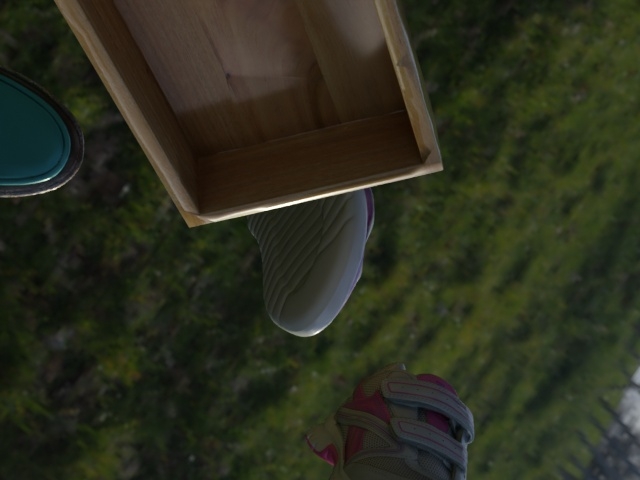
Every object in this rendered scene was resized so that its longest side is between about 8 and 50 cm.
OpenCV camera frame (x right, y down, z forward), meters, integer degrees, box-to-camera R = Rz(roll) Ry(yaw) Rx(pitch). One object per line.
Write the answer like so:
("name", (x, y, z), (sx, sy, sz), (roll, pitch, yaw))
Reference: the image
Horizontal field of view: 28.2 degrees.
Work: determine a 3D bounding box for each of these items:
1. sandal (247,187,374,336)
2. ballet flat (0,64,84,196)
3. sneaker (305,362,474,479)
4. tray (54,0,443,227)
("sandal", (0.008, -0.013, 1.422), (0.169, 0.102, 0.416), (-59, -161, 15))
("ballet flat", (-0.333, -0.102, 1.025), (0.106, 0.316, 0.107), (72, 33, -84))
("sneaker", (0.066, 0.157, 0.986), (0.111, 0.103, 0.252), (-55, -160, 2))
("tray", (-0.058, -0.170, 0.830), (0.411, 0.203, 0.076), (66, 15, -53))
